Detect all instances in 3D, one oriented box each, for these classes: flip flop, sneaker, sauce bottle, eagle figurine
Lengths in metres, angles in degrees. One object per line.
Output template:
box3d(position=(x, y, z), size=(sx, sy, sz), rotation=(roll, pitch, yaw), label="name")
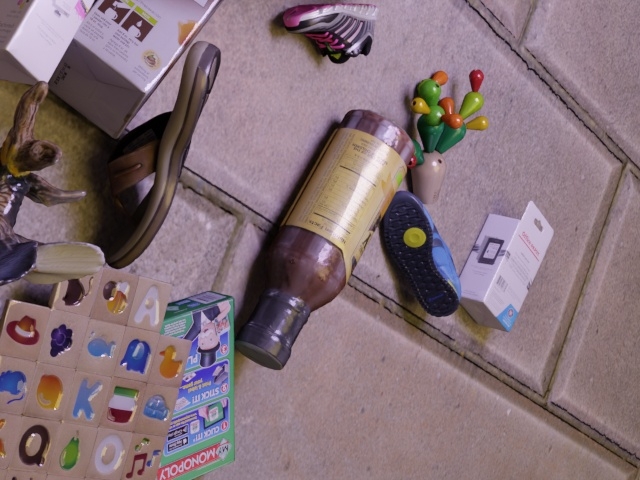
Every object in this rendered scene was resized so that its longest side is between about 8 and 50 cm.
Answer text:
box3d(position=(-0.182, -0.095, 1.651), size=(0.112, 0.080, 0.277), rotation=(-82, -167, -59), label="flip flop")
box3d(position=(0.140, 0.008, 2.163), size=(0.082, 0.069, 0.209), rotation=(-82, 150, -56), label="sneaker")
box3d(position=(0.016, -0.256, 1.912), size=(0.170, 0.063, 0.075), rotation=(-12, 104, -55), label="sneaker")
box3d(position=(0.000, 0.000, 1.933), size=(0.344, 0.111, 0.111), rotation=(-60, 140, -18), label="sauce bottle")
box3d(position=(-0.361, 0.015, 1.416), size=(0.226, 0.225, 0.298), rotation=(79, 31, -43), label="eagle figurine")

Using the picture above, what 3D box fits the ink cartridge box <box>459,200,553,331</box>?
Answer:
box3d(position=(0.278, 0.034, 2.337), size=(0.104, 0.060, 0.180), rotation=(47, 64, -47), label="ink cartridge box")

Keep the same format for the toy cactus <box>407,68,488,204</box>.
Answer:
box3d(position=(0.161, -0.135, 2.118), size=(0.219, 0.112, 0.181), rotation=(-40, 140, -50), label="toy cactus")

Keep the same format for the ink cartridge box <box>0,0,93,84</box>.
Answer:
box3d(position=(-0.276, -0.253, 1.495), size=(0.067, 0.115, 0.198), rotation=(47, 63, -47), label="ink cartridge box")

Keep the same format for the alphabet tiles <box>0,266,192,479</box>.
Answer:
box3d(position=(-0.261, 0.196, 1.659), size=(0.285, 0.011, 0.343), rotation=(18, 86, -52), label="alphabet tiles")

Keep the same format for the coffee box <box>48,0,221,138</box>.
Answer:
box3d(position=(-0.167, -0.243, 1.600), size=(0.098, 0.141, 0.246), rotation=(37, 66, -8), label="coffee box")

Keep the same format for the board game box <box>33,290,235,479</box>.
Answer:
box3d(position=(-0.219, 0.196, 1.758), size=(0.317, 0.046, 0.214), rotation=(-16, 113, -49), label="board game box")
